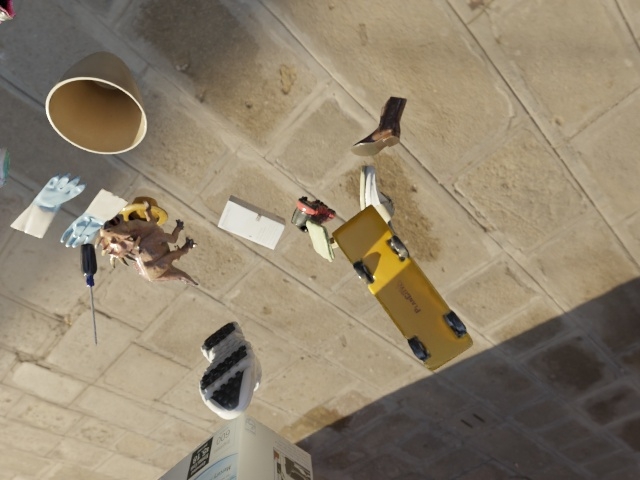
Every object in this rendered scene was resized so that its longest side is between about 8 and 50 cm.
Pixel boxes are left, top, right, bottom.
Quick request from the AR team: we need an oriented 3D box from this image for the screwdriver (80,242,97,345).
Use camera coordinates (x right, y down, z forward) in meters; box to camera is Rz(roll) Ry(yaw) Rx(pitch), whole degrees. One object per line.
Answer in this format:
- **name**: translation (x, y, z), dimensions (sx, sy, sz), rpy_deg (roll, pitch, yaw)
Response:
- **screwdriver**: translation (-0.370, 0.089, 0.656), dimensions (0.025, 0.024, 0.169), rpy_deg (-6, 93, 18)

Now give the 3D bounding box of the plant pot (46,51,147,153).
- **plant pot**: translation (-0.671, -0.455, 1.247), dimensions (0.257, 0.274, 0.256), rpy_deg (-10, 142, -8)

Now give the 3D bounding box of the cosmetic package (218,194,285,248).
- **cosmetic package**: translation (-0.260, -0.069, 1.541), dimensions (0.231, 0.085, 0.117), rpy_deg (22, 109, -15)

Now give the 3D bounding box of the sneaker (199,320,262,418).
- **sneaker**: translation (-0.154, 0.249, 0.760), dimensions (0.110, 0.292, 0.118), rpy_deg (-34, 104, -7)

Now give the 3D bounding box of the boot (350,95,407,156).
- **boot**: translation (0.112, -0.220, 0.771), dimensions (0.106, 0.114, 0.037), rpy_deg (-9, 146, 33)

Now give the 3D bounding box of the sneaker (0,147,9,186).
- **sneaker**: translation (-0.456, -0.088, 0.494), dimensions (0.167, 0.064, 0.076), rpy_deg (-13, 166, 30)

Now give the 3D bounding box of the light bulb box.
- **light bulb box**: translation (-0.196, 0.607, 0.756), dimensions (0.358, 0.361, 0.225), rpy_deg (-43, 112, 11)

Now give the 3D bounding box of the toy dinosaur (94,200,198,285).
- **toy dinosaur**: translation (-0.439, 0.032, 1.021), dimensions (0.127, 0.200, 0.295), rpy_deg (5, 131, 34)

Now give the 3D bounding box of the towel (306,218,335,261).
- **towel**: translation (0.000, 0.000, 1.436), dimensions (0.027, 0.110, 0.148), rpy_deg (-31, 125, -24)

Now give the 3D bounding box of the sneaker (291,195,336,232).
- **sneaker**: translation (-0.031, -0.095, 1.620), dimensions (0.098, 0.276, 0.135), rpy_deg (36, 104, 21)

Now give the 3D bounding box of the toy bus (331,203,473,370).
- **toy bus**: translation (0.161, 0.089, 0.820), dimensions (0.108, 0.130, 0.332), rpy_deg (-37, 86, 7)

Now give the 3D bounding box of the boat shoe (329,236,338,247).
- **boat shoe**: translation (0.073, -0.010, 1.550), dimensions (0.135, 0.050, 0.045), rpy_deg (-20, 137, -1)

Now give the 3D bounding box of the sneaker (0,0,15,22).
- **sneaker**: translation (-0.525, -0.418, 0.655), dimensions (0.057, 0.047, 0.119), rpy_deg (7, 108, 18)

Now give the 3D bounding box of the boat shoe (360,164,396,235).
- **boat shoe**: translation (0.185, -0.104, 1.278), dimensions (0.103, 0.113, 0.302), rpy_deg (-1, 129, 14)

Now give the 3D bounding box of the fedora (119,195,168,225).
- **fedora**: translation (-0.705, -0.122, 1.618), dimensions (0.194, 0.079, 0.194), rpy_deg (-6, 156, -3)

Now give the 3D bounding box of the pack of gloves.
- **pack of gloves**: translation (-0.709, -0.088, 1.152), dimensions (0.232, 0.046, 0.195), rpy_deg (-42, 139, 11)
